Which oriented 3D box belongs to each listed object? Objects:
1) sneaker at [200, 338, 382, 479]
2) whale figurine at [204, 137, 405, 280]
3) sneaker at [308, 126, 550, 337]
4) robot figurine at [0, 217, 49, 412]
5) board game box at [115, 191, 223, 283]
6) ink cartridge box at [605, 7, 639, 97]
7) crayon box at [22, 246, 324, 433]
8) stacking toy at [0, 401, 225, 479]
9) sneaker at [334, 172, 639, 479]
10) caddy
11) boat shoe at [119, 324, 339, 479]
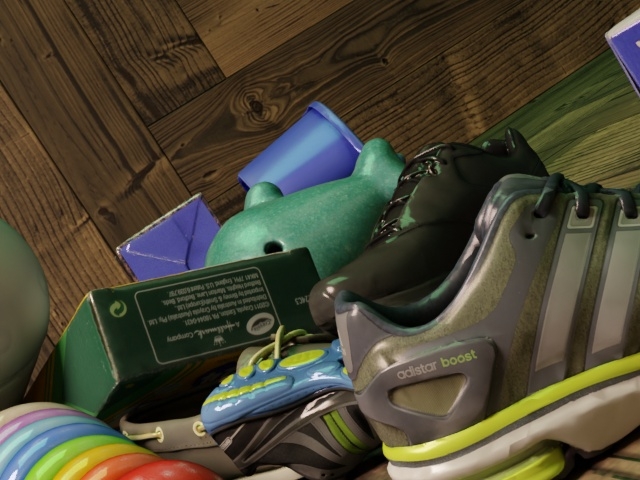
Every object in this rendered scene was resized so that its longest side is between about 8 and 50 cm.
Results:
[{"bbox_3d":[0.018,0.106,0.718,0.188,0.078,0.067,-15,23,23],"label":"sneaker"},{"bbox_3d":[0.000,0.000,1.192,0.272,0.216,0.141,-43,-23,-9],"label":"whale figurine"},{"bbox_3d":[0.088,-0.008,0.921,0.286,0.130,0.109,-23,-3,-43],"label":"sneaker"},{"bbox_3d":[-0.355,0.103,1.012,0.300,0.199,0.353,-91,23,-50],"label":"robot figurine"},{"bbox_3d":[-0.178,0.075,1.684,0.141,0.232,0.291,-34,2,-10],"label":"board game box"},{"bbox_3d":[0.368,-0.172,0.751,0.395,0.151,0.270,-28,5,41],"label":"ink cartridge box"},{"bbox_3d":[-0.144,0.126,1.046,0.203,0.083,0.323,-12,-20,-31],"label":"crayon box"},{"bbox_3d":[-0.138,0.172,0.736,0.141,0.141,0.330,-35,10,-29],"label":"stacking toy"},{"bbox_3d":[0.138,0.009,0.522,0.300,0.121,0.111,-33,3,2],"label":"sneaker"},{"bbox_3d":[0.033,-0.048,1.438,0.179,0.241,0.341,-40,4,-3],"label":"caddy"},{"bbox_3d":[-0.035,0.119,0.835,0.305,0.091,0.109,-31,4,37],"label":"boat shoe"}]
